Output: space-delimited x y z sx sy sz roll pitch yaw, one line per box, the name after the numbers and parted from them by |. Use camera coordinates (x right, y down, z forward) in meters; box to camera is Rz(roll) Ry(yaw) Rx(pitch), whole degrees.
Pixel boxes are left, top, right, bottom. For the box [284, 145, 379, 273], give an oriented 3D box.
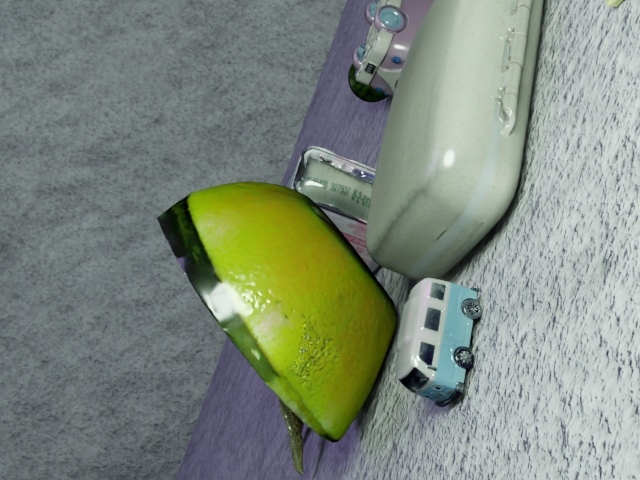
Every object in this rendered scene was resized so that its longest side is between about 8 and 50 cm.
0.000 0.000 1.595 0.369 0.190 0.112 126 161 -56 | box

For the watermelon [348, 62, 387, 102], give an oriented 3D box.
0.102 -0.318 1.922 0.109 0.109 0.109 -160 90 -80 | watermelon

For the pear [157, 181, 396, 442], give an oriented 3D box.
-0.025 0.058 1.327 0.165 0.399 0.399 -37 14 4 | pear

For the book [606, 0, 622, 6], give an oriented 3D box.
0.304 -0.279 0.940 0.111 0.014 0.077 132 148 -66 | book

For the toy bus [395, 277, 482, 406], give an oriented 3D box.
0.119 0.104 1.049 0.060 0.075 0.123 126 162 -58 | toy bus

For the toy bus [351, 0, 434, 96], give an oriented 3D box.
0.143 -0.333 1.584 0.142 0.142 0.202 128 160 -62 | toy bus

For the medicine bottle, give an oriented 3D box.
0.158 -0.150 1.195 0.282 0.123 0.375 122 163 -58 | medicine bottle

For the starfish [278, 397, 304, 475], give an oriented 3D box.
-0.078 0.189 1.602 0.347 0.078 0.357 -129 19 -60 | starfish
